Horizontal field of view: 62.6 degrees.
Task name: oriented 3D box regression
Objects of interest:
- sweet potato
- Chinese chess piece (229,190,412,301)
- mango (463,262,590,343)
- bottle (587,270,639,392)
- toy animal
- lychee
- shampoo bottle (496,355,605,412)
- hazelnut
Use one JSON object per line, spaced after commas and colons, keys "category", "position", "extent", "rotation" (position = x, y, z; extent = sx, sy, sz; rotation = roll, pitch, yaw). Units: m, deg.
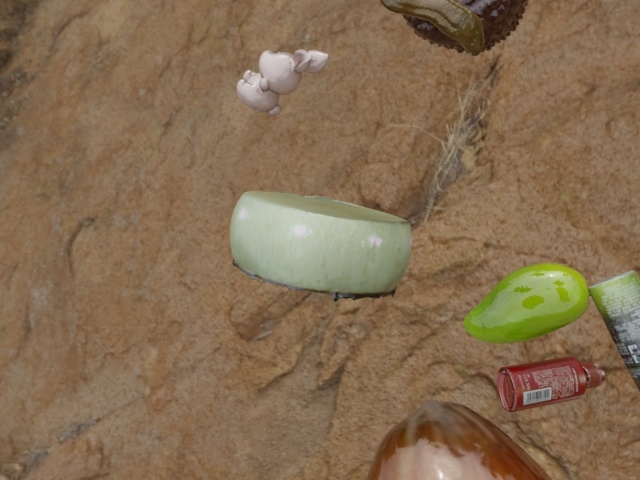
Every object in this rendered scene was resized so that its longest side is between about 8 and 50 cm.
{"category": "sweet potato", "position": [0.172, -0.338, 0.778], "extent": [0.182, 0.054, 0.053], "rotation": [22, 93, -10]}
{"category": "Chinese chess piece", "position": [0.000, 0.000, 1.019], "extent": [0.349, 0.349, 0.146], "rotation": [16, 101, 32]}
{"category": "mango", "position": [0.537, 0.176, 1.405], "extent": [0.343, 0.192, 0.156], "rotation": [-34, 15, 30]}
{"category": "bottle", "position": [0.630, 0.225, 1.004], "extent": [0.093, 0.093, 0.330], "rotation": [-25, 77, 15]}
{"category": "toy animal", "position": [-0.084, -0.378, 1.170], "extent": [0.212, 0.124, 0.124], "rotation": [-32, 55, 30]}
{"category": "lychee", "position": [0.332, -0.588, 1.208], "extent": [0.306, 0.330, 0.305], "rotation": [9, 107, 29]}
{"category": "shampoo bottle", "position": [0.626, 0.382, 1.427], "extent": [0.314, 0.076, 0.118], "rotation": [-3, 77, -21]}
{"category": "hazelnut", "position": [0.233, 0.446, 0.849], "extent": [0.315, 0.372, 0.372], "rotation": [-24, 58, 25]}
